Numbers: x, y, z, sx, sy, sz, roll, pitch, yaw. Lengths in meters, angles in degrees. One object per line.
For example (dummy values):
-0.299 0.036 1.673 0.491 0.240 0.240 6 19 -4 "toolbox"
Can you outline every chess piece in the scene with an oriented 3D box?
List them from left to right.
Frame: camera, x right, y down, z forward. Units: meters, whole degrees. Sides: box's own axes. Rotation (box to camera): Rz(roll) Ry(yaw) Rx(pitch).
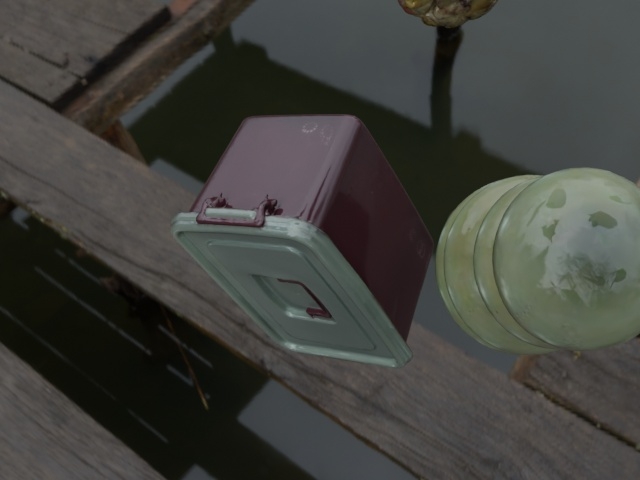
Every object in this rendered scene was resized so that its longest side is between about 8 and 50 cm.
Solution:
0.194 0.020 0.721 0.182 0.330 0.182 0 88 4 "chess piece"

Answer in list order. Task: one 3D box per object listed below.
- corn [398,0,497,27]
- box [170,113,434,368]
0.075 -0.250 0.601 0.080 0.079 0.237 -10 61 6 "corn"
0.000 0.000 0.929 0.193 0.294 0.167 6 59 34 "box"
